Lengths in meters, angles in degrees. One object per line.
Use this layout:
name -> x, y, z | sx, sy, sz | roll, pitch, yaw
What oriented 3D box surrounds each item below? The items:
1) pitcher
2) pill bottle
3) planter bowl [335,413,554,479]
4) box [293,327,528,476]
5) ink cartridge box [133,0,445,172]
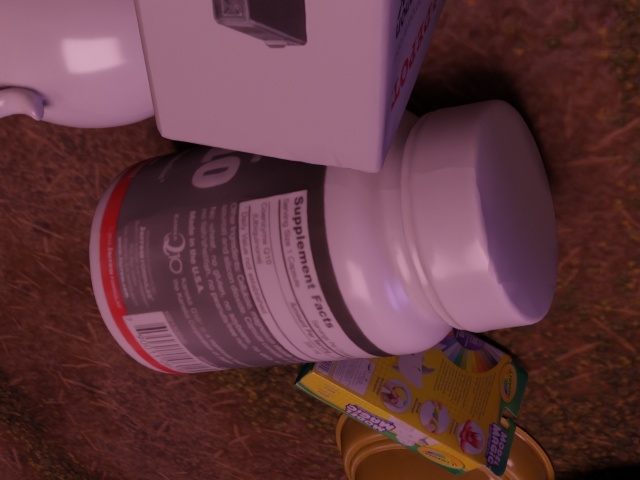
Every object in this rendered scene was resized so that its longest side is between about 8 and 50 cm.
pitcher -> -0.182, -0.113, 0.587 | 0.207, 0.178, 0.125 | 3, 146, 22
pill bottle -> 0.000, 0.000, 0.640 | 0.283, 0.161, 0.161 | -9, 130, 31
planter bowl -> 0.106, 0.245, 0.910 | 0.217, 0.090, 0.217 | 12, 138, 11
box -> 0.079, 0.109, 0.764 | 0.179, 0.105, 0.043 | 30, 147, -9
ink cartridge box -> 0.000, -0.194, 0.403 | 0.114, 0.197, 0.273 | 12, 139, 12
